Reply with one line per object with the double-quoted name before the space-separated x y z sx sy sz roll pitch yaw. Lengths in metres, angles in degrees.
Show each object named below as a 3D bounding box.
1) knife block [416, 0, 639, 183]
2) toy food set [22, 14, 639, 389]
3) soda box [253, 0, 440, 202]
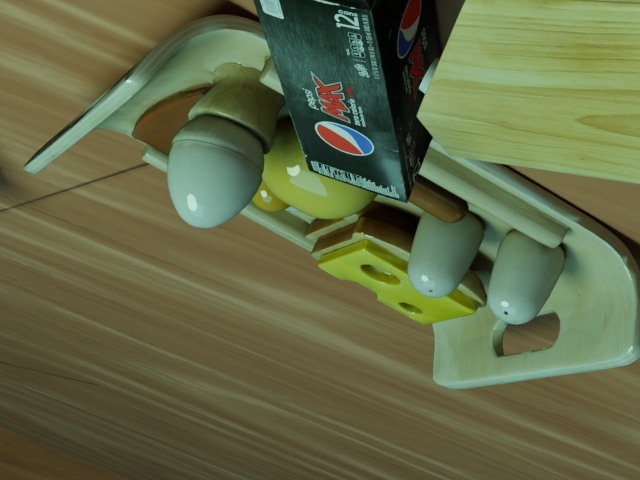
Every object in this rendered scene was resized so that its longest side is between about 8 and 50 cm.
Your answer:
"knife block" 0.168 -0.057 0.453 0.242 0.088 0.275 31 161 4
"toy food set" 0.000 0.000 0.849 0.306 0.092 0.220 30 160 -17
"soda box" 0.016 -0.083 0.655 0.053 0.060 0.169 17 160 15
